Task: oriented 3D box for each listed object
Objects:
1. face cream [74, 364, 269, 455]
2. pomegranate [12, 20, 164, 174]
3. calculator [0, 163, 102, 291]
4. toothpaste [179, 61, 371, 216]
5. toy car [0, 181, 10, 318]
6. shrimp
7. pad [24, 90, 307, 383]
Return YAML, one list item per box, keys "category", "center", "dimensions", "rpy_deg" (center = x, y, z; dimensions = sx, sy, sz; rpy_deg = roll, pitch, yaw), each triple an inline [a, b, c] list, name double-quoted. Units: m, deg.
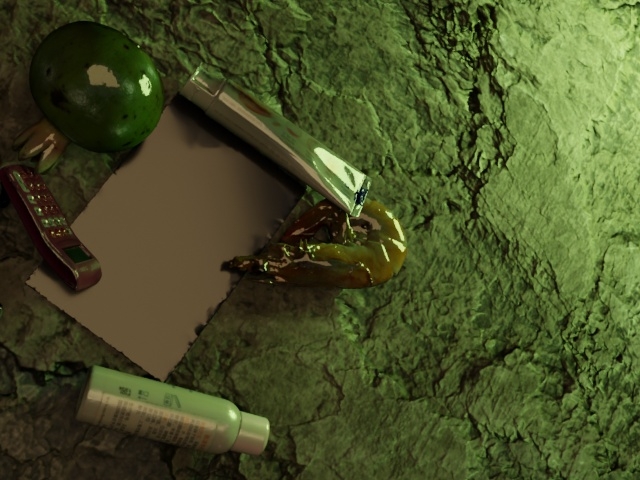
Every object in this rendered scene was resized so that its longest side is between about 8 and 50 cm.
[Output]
- category: "face cream"
  center: [-0.202, 0.246, 1.283]
  dimensions: [0.269, 0.082, 0.081]
  rpy_deg: [18, 78, -17]
- category: "pomegranate"
  center: [-0.325, -0.186, 1.253]
  dimensions: [0.225, 0.187, 0.187]
  rpy_deg: [-43, 98, 2]
- category: "calculator"
  center: [-0.364, -0.017, 1.236]
  dimensions: [0.034, 0.126, 0.190]
  rpy_deg: [-32, 92, 4]
- category: "toothpaste"
  center: [-0.062, -0.153, 1.386]
  dimensions: [0.323, 0.066, 0.100]
  rpy_deg: [34, 43, -11]
- category: "toy car"
  center: [-0.484, 0.017, 1.206]
  dimensions: [0.125, 0.101, 0.256]
  rpy_deg: [3, 84, -11]
- category: "shrimp"
  center: [0.000, 0.000, 1.390]
  dimensions: [0.287, 0.063, 0.152]
  rpy_deg: [-1, 81, -22]
- category: "pad"
  center: [-0.217, -0.009, 1.349]
  dimensions: [0.248, 0.007, 0.367]
  rpy_deg: [38, 74, -11]
